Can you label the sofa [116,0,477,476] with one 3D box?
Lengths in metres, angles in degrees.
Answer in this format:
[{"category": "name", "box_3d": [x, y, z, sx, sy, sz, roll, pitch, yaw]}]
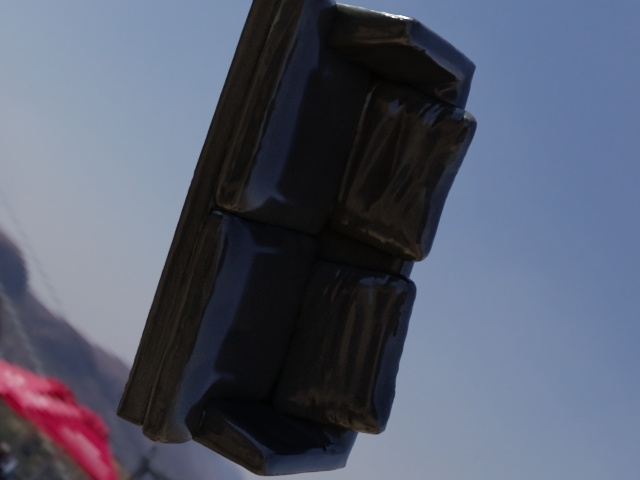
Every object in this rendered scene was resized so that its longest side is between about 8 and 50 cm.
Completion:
[{"category": "sofa", "box_3d": [0.000, 0.000, 0.481, 0.060, 0.147, 0.085, 19, 1, 26]}]
